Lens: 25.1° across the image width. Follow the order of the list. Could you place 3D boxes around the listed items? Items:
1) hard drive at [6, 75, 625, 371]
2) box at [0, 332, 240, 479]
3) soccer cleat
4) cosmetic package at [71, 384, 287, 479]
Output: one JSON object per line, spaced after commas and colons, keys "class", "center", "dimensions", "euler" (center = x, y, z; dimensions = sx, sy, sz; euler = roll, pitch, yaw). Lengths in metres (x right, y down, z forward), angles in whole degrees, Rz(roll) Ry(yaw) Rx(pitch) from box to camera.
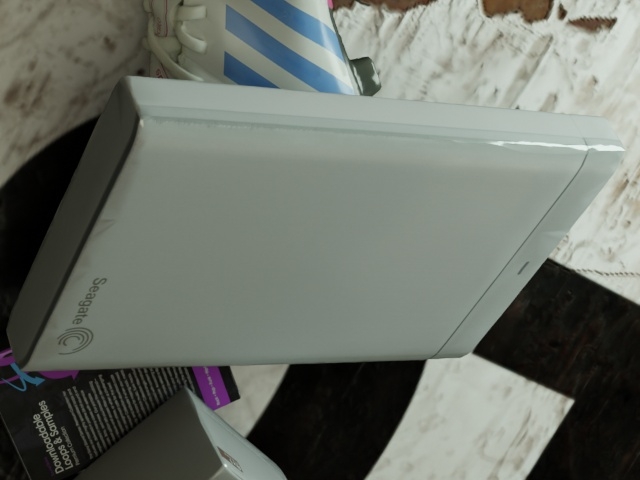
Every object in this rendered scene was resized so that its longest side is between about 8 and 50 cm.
{"class": "hard drive", "center": [0.000, 0.000, 0.937], "dimensions": [0.353, 0.047, 0.233], "euler": [2, 139, -32]}
{"class": "box", "center": [-0.148, 0.093, 1.007], "dimensions": [0.162, 0.029, 0.116], "euler": [-24, 120, -13]}
{"class": "soccer cleat", "center": [-0.059, -0.153, 0.889], "dimensions": [0.143, 0.116, 0.331], "euler": [-27, 119, -12]}
{"class": "cosmetic package", "center": [-0.134, 0.231, 1.013], "dimensions": [0.238, 0.107, 0.127], "euler": [-40, 129, 0]}
